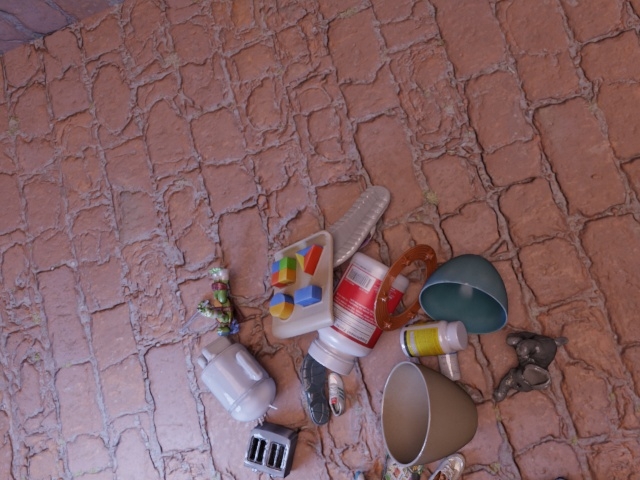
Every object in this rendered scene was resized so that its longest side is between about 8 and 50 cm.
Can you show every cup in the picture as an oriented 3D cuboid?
[{"bbox_3d":[0.381,0.586,1.640,0.237,0.331,0.330,10,84,-17],"label":"cup"}]

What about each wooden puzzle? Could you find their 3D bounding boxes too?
[{"bbox_3d":[-0.084,0.162,1.778,0.322,0.081,0.347,-24,59,41],"label":"wooden puzzle"}]

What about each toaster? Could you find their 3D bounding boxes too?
[{"bbox_3d":[-0.180,0.778,1.820,0.168,0.110,0.185,12,85,13],"label":"toaster"}]

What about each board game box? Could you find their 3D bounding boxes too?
[{"bbox_3d":[0.304,0.791,1.753,0.136,0.030,0.259,13,86,16],"label":"board game box"}]

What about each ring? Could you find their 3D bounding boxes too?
[{"bbox_3d":[0.306,0.170,1.682,0.032,0.337,0.336,31,90,39],"label":"ring"}]

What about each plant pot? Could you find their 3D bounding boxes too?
[{"bbox_3d":[0.512,0.162,1.684,0.290,0.290,0.195,19,55,14],"label":"plant pot"}]

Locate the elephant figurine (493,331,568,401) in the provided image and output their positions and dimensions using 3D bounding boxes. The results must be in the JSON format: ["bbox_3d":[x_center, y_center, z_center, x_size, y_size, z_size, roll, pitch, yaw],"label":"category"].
[{"bbox_3d":[0.712,0.442,1.659,0.170,0.186,0.239,-3,93,-31],"label":"elephant figurine"}]

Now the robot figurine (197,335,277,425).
[{"bbox_3d":[-0.308,0.532,1.834,0.353,0.200,0.300,44,134,15],"label":"robot figurine"}]

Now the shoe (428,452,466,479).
[{"bbox_3d":[0.429,0.837,1.702,0.076,0.058,0.219,41,93,14],"label":"shoe"}]

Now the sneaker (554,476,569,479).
[{"bbox_3d":[0.727,0.859,1.624,0.282,0.153,0.099,-19,80,40],"label":"sneaker"}]

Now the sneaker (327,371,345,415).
[{"bbox_3d":[0.058,0.574,1.810,0.057,0.075,0.161,-10,81,11],"label":"sneaker"}]

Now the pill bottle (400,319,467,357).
[{"bbox_3d":[0.397,0.343,1.708,0.209,0.119,0.119,-15,79,34],"label":"pill bottle"}]

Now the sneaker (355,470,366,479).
[{"bbox_3d":[0.183,0.934,1.738,0.092,0.087,0.228,-19,86,3],"label":"sneaker"}]

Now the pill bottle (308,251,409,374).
[{"bbox_3d":[0.129,0.265,1.756,0.229,0.229,0.407,30,90,15],"label":"pill bottle"}]

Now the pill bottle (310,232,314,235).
[{"bbox_3d":[0.000,0.000,1.914,0.083,0.043,0.043,22,88,15],"label":"pill bottle"}]

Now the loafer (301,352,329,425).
[{"bbox_3d":[-0.026,0.553,1.831,0.096,0.084,0.267,-5,78,-12],"label":"loafer"}]

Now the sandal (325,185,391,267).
[{"bbox_3d":[0.133,-0.029,1.850,0.416,0.102,0.169,-47,45,-7],"label":"sandal"}]

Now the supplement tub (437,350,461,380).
[{"bbox_3d":[0.459,0.443,1.740,0.071,0.071,0.107,-10,82,11],"label":"supplement tub"}]

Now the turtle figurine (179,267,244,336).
[{"bbox_3d":[-0.445,0.241,1.906,0.275,0.198,0.266,1,79,9],"label":"turtle figurine"}]
